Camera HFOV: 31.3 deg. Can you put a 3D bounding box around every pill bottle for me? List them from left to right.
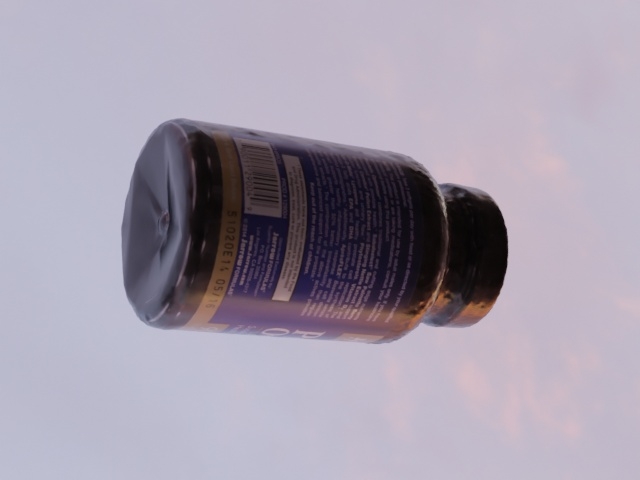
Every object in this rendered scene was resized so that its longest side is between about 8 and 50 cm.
[{"bbox_3d":[0.000,0.000,0.697,0.219,0.123,0.123,7,-109,-27],"label":"pill bottle"}]
